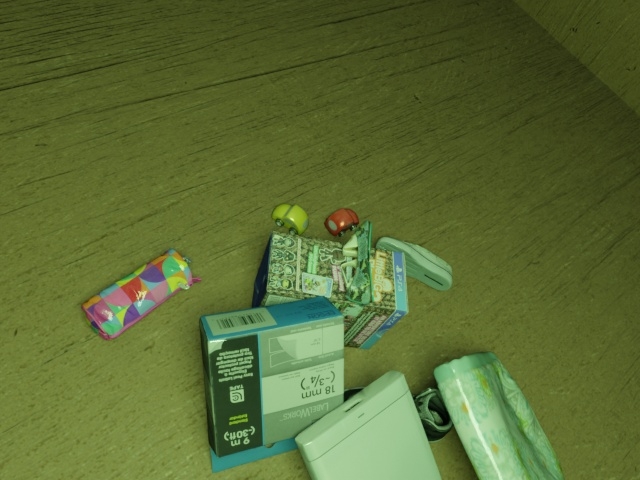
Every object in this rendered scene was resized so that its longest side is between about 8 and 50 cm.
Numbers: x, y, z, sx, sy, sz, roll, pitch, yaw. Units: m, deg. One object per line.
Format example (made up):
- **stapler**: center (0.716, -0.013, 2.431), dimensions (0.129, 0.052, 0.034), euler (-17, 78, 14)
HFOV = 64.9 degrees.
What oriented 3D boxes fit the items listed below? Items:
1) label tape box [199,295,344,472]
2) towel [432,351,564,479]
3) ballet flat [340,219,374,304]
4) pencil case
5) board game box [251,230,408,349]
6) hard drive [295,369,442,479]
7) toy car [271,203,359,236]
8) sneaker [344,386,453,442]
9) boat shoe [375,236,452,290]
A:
- **label tape box**: center (-0.082, 0.287, 0.916), dimensions (0.240, 0.334, 0.106), euler (-7, 18, -21)
- **towel**: center (0.373, 0.388, 1.020), dimensions (0.374, 0.090, 0.321), euler (17, 44, -57)
- **ballet flat**: center (0.072, 0.037, 0.990), dimensions (0.070, 0.070, 0.189), euler (11, 53, -11)
- **pencil case**: center (-0.376, 0.111, 1.059), dimensions (0.236, 0.104, 0.104), euler (-36, 76, -30)
- **board game box**: center (0.009, 0.118, 1.096), dimensions (0.290, 0.232, 0.141), euler (10, 57, -13)
- **hard drive**: center (0.116, 0.455, 0.929), dimensions (0.233, 0.047, 0.353), euler (-26, 103, -27)
- **toy car**: center (0.000, 0.000, 1.271), dimensions (0.238, 0.053, 0.225), euler (4, 59, -15)
- **sneaker**: center (0.165, 0.350, 1.052), dimensions (0.268, 0.153, 0.101), euler (14, 56, -9)
- **boat shoe**: center (0.245, 0.050, 1.315), dimensions (0.226, 0.083, 0.076), euler (34, 43, -10)
